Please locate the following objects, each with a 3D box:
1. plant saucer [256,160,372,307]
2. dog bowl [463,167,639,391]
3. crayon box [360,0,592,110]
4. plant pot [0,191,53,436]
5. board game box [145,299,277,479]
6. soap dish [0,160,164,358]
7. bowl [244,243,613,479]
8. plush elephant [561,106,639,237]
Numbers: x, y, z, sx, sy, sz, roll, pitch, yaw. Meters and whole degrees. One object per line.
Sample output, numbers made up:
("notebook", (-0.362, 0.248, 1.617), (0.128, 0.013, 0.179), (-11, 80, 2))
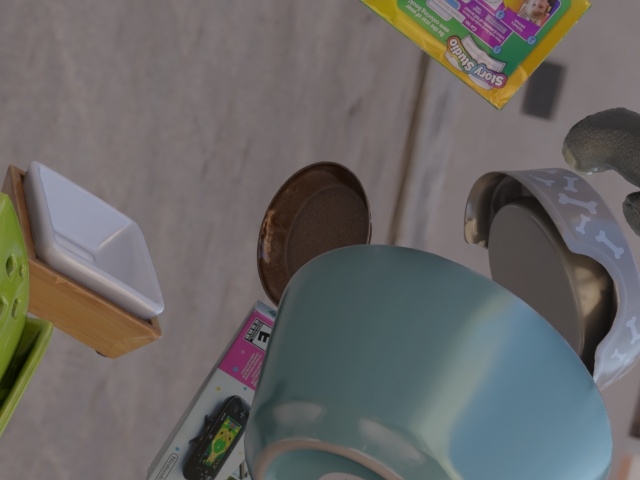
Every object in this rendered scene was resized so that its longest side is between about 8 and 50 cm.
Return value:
("plant saucer", (0.000, 0.000, 2.103), (0.036, 0.199, 0.198), (17, 87, -44))
("dog bowl", (0.326, 0.058, 2.323), (0.349, 0.102, 0.348), (162, -90, -72))
("crayon box", (0.154, -0.299, 1.931), (0.165, 0.278, 0.081), (-49, -160, 14))
("plant pot", (-0.384, 0.093, 1.502), (0.207, 0.227, 0.228), (72, 32, -46))
("board game box", (0.000, 0.239, 1.784), (0.224, 0.303, 0.097), (-58, -176, 0))
("soap dish", (-0.352, 0.028, 2.387), (0.118, 0.229, 0.291), (-49, -150, 14))
("bowl", (0.061, 0.173, 1.356), (0.163, 0.312, 0.311), (-50, 157, -38))
("plush elephant", (0.432, 0.003, 1.569), (0.330, 0.272, 0.255), (45, -25, 54))
